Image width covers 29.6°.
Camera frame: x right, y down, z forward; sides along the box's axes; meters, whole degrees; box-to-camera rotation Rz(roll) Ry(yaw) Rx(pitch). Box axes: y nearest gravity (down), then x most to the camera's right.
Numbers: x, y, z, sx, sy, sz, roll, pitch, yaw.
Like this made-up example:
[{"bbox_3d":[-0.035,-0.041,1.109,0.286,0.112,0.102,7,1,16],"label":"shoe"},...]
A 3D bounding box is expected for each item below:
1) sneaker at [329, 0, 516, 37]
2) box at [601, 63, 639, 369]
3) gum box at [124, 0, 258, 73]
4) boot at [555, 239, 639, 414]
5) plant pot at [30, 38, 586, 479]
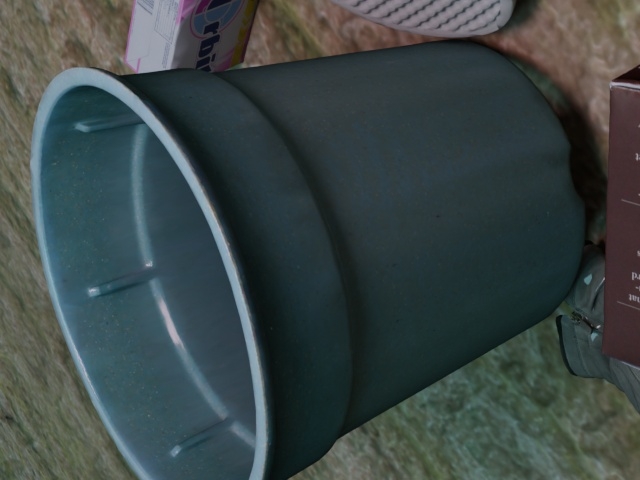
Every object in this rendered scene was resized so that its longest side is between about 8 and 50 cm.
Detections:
[{"bbox_3d":[0.012,-0.264,0.960,0.321,0.128,0.126,18,154,11],"label":"sneaker"},{"bbox_3d":[0.294,-0.021,0.769,0.167,0.168,0.203,19,127,39],"label":"box"},{"bbox_3d":[-0.111,-0.237,1.122,0.062,0.107,0.188,42,139,20],"label":"gum box"},{"bbox_3d":[0.269,0.123,0.982,0.161,0.083,0.247,22,127,51],"label":"boot"},{"bbox_3d":[0.000,0.000,0.939,0.341,0.334,0.341,32,132,45],"label":"plant pot"}]
